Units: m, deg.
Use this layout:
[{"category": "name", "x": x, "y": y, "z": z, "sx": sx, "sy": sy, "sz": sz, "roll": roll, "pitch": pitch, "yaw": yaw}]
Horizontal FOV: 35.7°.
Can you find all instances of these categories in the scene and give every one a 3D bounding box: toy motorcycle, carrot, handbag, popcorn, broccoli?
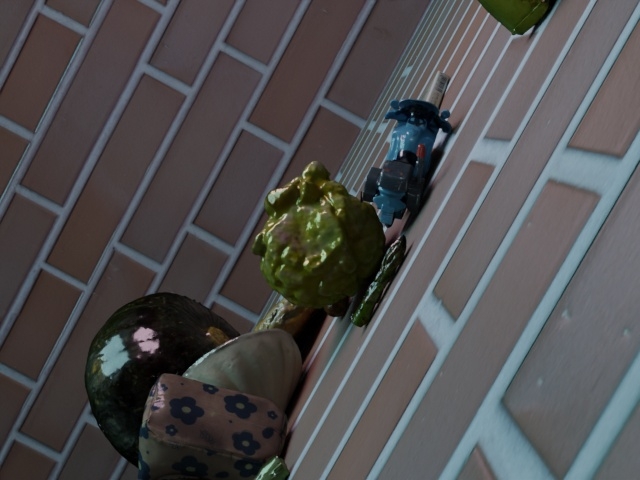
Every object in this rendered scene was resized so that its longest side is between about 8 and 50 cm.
[{"category": "toy motorcycle", "x": 0.154, "y": -0.146, "z": 1.754, "sx": 0.272, "sy": 0.123, "sz": 0.182, "roll": -64, "pitch": -17, "yaw": -49}, {"category": "carrot", "x": 0.027, "y": 0.105, "z": 1.958, "sx": 0.060, "sy": 0.060, "sz": 0.186, "roll": -60, "pitch": 10, "yaw": 17}, {"category": "handbag", "x": -0.203, "y": 0.376, "z": 1.759, "sx": 0.190, "sy": 0.251, "sz": 0.193, "roll": -83, "pitch": 11, "yaw": -57}, {"category": "popcorn", "x": 0.000, "y": 0.000, "z": 1.807, "sx": 0.259, "sy": 0.259, "sz": 0.212, "roll": -63, "pitch": -20, "yaw": -13}, {"category": "broccoli", "x": -0.125, "y": 0.428, "z": 1.577, "sx": 0.204, "sy": 0.118, "sz": 0.122, "roll": -46, "pitch": -25, "yaw": 2}]

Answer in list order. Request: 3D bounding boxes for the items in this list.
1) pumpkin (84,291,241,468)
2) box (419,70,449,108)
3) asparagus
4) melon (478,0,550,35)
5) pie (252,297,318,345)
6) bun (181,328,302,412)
[{"category": "pumpkin", "x": -0.338, "y": 0.336, "z": 2.297, "sx": 0.344, "sy": 0.454, "sz": 0.454, "roll": -43, "pitch": 10, "yaw": 17}, {"category": "box", "x": 0.212, "y": -0.252, "z": 2.140, "sx": 0.139, "sy": 0.035, "sz": 0.245, "roll": -57, "pitch": 7, "yaw": 41}, {"category": "asparagus", "x": 0.097, "y": 0.064, "z": 1.593, "sx": 0.165, "sy": 0.030, "sz": 0.036, "roll": -62, "pitch": -6, "yaw": 6}, {"category": "melon", "x": 0.307, "y": -0.445, "z": 1.443, "sx": 0.129, "sy": 0.169, "sz": 0.265, "roll": -62, "pitch": 6, "yaw": -27}, {"category": "pie", "x": -0.071, "y": 0.186, "z": 2.191, "sx": 0.308, "sy": 0.085, "sz": 0.308, "roll": -51, "pitch": -9, "yaw": -11}, {"category": "bun", "x": -0.135, "y": 0.306, "z": 1.948, "sx": 0.263, "sy": 0.175, "sz": 0.263, "roll": -26, "pitch": -24, "yaw": -12}]
